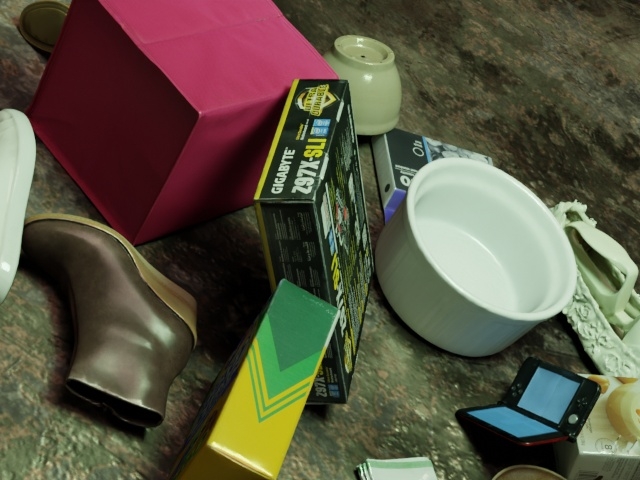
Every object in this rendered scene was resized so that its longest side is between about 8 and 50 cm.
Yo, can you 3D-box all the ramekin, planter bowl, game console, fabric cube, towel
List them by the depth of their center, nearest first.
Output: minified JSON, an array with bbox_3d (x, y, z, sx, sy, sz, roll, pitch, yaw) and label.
[{"bbox_3d":[0.116,0.330,1.597,0.113,0.023,0.152,3,49,-33],"label":"towel"},{"bbox_3d":[0.273,0.209,1.736,0.085,0.124,0.144,34,-8,-35],"label":"game console"},{"bbox_3d":[-0.187,-0.188,1.736,0.258,0.254,0.259,-22,65,-45],"label":"fabric cube"},{"bbox_3d":[0.211,0.031,1.872,0.277,0.135,0.277,18,46,-20],"label":"ramekin"},{"bbox_3d":[0.057,-0.251,2.055,0.162,0.109,0.162,11,32,-7],"label":"planter bowl"}]

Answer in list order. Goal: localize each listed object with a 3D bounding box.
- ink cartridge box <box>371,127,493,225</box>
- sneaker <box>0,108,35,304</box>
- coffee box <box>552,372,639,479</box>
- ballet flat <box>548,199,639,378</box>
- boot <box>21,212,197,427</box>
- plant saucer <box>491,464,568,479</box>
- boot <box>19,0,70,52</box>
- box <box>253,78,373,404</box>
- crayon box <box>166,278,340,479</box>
[{"bbox_3d":[0.187,-0.073,2.050,0.206,0.045,0.208,15,44,-22],"label":"ink cartridge box"},{"bbox_3d":[-0.405,-0.060,1.527,0.123,0.106,0.290,19,41,-24],"label":"sneaker"},{"bbox_3d":[0.445,0.266,1.781,0.247,0.098,0.141,4,45,-6],"label":"coffee box"},{"bbox_3d":[0.445,0.106,1.979,0.147,0.147,0.409,-11,58,-42],"label":"ballet flat"},{"bbox_3d":[-0.260,0.087,1.525,0.248,0.090,0.207,30,36,-11],"label":"boot"},{"bbox_3d":[0.283,0.375,1.659,0.199,0.036,0.198,19,41,-18],"label":"plant saucer"},{"bbox_3d":[-0.318,-0.301,1.903,0.197,0.073,0.152,11,11,16],"label":"boot"},{"bbox_3d":[0.000,0.000,1.631,0.079,0.322,0.257,1,39,13],"label":"box"},{"bbox_3d":[-0.092,0.216,1.421,0.083,0.203,0.323,29,39,-6],"label":"crayon box"}]
